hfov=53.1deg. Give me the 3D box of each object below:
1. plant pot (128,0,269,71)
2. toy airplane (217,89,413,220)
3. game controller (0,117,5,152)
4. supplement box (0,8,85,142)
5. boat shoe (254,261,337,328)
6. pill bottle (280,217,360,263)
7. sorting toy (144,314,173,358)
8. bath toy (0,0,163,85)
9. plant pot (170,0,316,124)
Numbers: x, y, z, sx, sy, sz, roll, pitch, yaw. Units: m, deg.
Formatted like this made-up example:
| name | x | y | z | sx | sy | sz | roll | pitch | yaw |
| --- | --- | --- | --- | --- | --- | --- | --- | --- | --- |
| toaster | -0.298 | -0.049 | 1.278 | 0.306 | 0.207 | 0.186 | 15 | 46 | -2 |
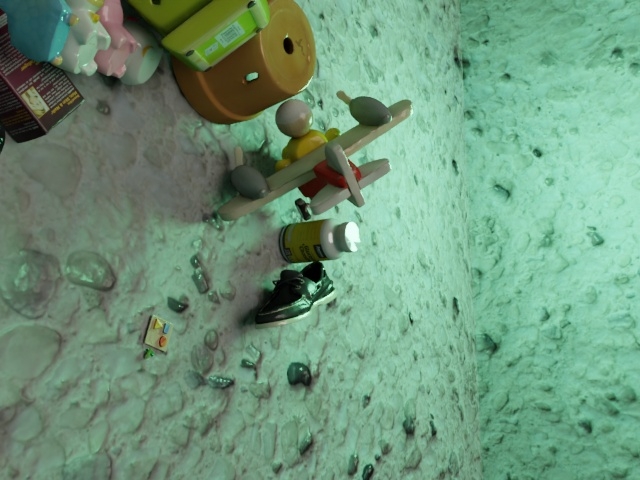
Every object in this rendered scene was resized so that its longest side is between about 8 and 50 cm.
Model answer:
| name | x | y | z | sx | sy | sz | roll | pitch | yaw |
| --- | --- | --- | --- | --- | --- | --- | --- | --- | --- |
| plant pot | -0.221 | -0.445 | 1.148 | 0.207 | 0.227 | 0.228 | 55 | 4 | -1 |
| toy airplane | -0.012 | -0.190 | 1.425 | 0.272 | 0.384 | 0.386 | 61 | 36 | -9 |
| game controller | -0.533 | -0.078 | 0.845 | 0.166 | 0.067 | 0.319 | 51 | 43 | -50 |
| supplement box | -0.468 | -0.257 | 0.975 | 0.188 | 0.081 | 0.104 | 60 | 38 | -32 |
| boat shoe | -0.061 | 0.119 | 1.519 | 0.340 | 0.127 | 0.113 | -20 | 101 | -59 |
| pill bottle | 0.000 | 0.000 | 1.579 | 0.103 | 0.184 | 0.103 | 16 | 70 | -56 |
| sorting toy | -0.308 | 0.189 | 1.216 | 0.062 | 0.012 | 0.083 | 41 | 51 | -48 |
| bath toy | -0.368 | -0.342 | 1.026 | 0.151 | 0.129 | 0.348 | -59 | 176 | 9 |
| plant pot | -0.147 | -0.404 | 1.374 | 0.291 | 0.204 | 0.290 | -1 | 91 | -55 |
